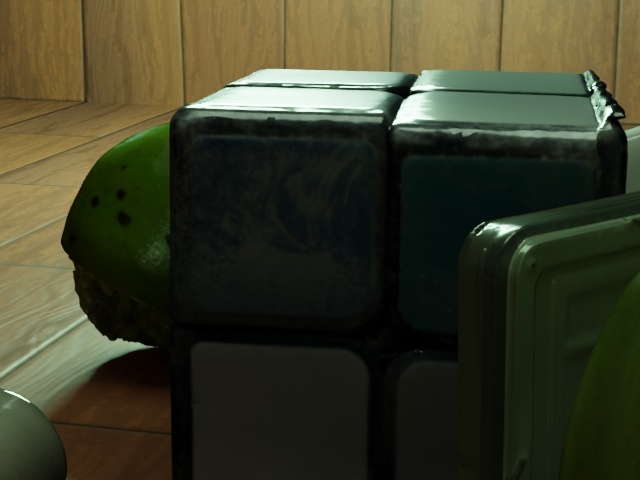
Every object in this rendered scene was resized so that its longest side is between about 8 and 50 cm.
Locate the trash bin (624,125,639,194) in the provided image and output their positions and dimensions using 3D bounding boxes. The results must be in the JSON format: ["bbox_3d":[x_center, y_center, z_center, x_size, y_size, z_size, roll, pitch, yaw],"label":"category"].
[{"bbox_3d":[0.351,-0.019,1.358,0.367,0.256,0.296,-13,-5,-22],"label":"trash bin"}]

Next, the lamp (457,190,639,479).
[{"bbox_3d":[0.189,0.104,0.865,0.269,0.266,0.047,-12,17,-40],"label":"lamp"}]

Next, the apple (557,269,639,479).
[{"bbox_3d":[0.273,0.130,0.582,0.357,0.357,0.357,0,13,0],"label":"apple"}]

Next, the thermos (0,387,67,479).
[{"bbox_3d":[-0.241,0.189,0.886,0.137,0.105,0.193,34,22,4],"label":"thermos"}]

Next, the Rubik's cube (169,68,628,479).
[{"bbox_3d":[0.064,0.033,1.057,0.313,0.318,0.316,2,12,7],"label":"Rubik's cube"}]

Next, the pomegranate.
[{"bbox_3d":[-0.098,0.010,1.346,0.340,0.260,0.260,19,19,18],"label":"pomegranate"}]
